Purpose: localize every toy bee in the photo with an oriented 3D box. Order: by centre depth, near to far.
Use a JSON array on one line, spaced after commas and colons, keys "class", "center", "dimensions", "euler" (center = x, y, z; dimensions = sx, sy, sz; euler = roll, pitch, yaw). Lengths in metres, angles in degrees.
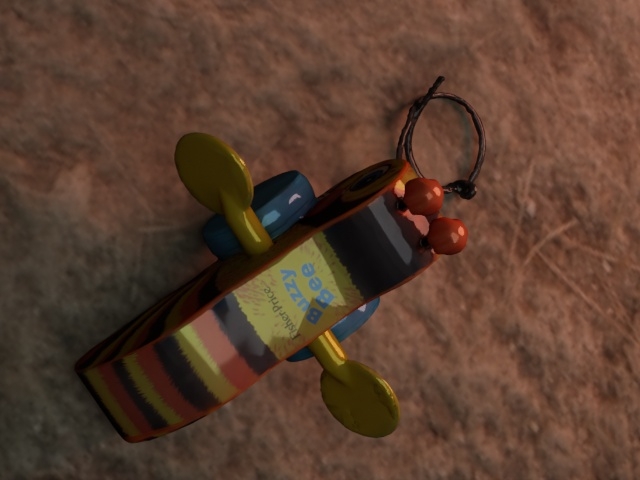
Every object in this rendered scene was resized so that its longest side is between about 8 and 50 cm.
[{"class": "toy bee", "center": [0.000, 0.000, 0.996], "dimensions": [0.195, 0.162, 0.298], "euler": [36, 76, -19]}]
